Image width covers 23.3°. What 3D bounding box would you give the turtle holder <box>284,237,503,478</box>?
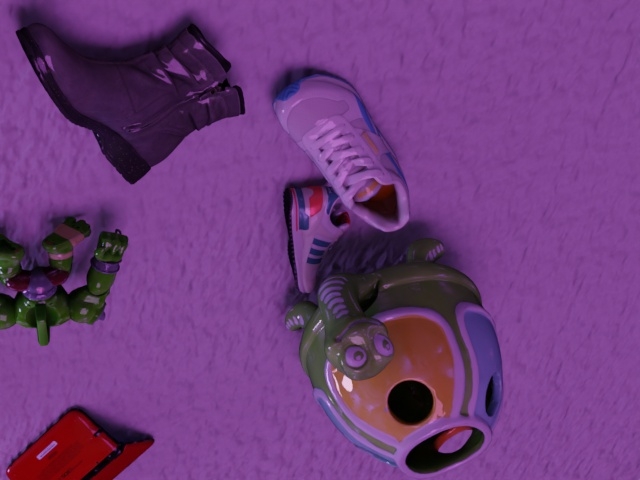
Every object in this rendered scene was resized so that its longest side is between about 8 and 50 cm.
[{"bbox_3d":[0.107,0.140,1.843,0.243,0.227,0.320,-16,148,-12],"label":"turtle holder"}]

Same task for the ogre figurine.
[{"bbox_3d":[-0.313,0.046,1.708,0.197,0.097,0.118,-15,126,-24],"label":"ogre figurine"}]

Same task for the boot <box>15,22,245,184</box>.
[{"bbox_3d":[-0.186,-0.173,1.565,0.161,0.083,0.246,-35,142,4],"label":"boot"}]

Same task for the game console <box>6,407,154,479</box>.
[{"bbox_3d":[-0.309,0.278,1.999,0.124,0.085,0.144,44,110,-12],"label":"game console"}]

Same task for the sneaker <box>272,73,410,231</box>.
[{"bbox_3d":[0.032,-0.097,1.708,0.087,0.092,0.229,-34,135,15],"label":"sneaker"}]

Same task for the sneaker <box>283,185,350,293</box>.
[{"bbox_3d":[0.000,0.000,1.815,0.075,0.057,0.161,-10,133,-5],"label":"sneaker"}]
